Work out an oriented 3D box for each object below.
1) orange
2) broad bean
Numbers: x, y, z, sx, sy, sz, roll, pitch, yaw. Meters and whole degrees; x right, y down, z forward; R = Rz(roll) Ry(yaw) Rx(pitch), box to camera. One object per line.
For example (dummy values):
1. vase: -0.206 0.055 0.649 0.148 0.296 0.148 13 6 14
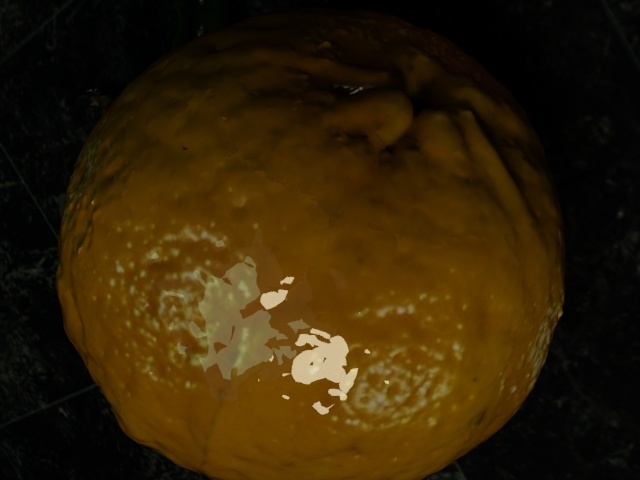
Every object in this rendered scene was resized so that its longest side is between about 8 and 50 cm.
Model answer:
1. orange: 0.000 0.000 0.810 0.340 0.340 0.293 39 131 14
2. broad bean: -0.127 -0.193 1.000 0.144 0.049 0.292 34 132 20
